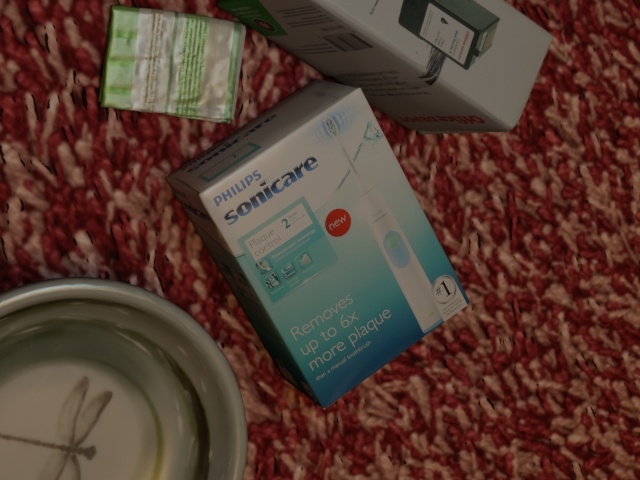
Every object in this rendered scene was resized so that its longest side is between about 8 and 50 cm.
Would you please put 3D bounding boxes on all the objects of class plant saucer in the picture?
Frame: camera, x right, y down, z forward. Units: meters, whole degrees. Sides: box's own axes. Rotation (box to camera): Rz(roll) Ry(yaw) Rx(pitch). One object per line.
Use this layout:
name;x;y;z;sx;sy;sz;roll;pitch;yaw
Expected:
plant saucer;-0.280;0.226;1.462;0.400;0.100;0.400;-5;103;-24

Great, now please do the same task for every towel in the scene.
towel;-0.160;-0.190;1.472;0.152;0.023;0.113;5;97;-23

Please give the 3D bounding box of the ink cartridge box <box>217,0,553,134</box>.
ink cartridge box;0.069;-0.233;1.455;0.289;0.211;0.121;30;80;-28

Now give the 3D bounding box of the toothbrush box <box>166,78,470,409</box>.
toothbrush box;0.000;0.000;1.526;0.216;0.126;0.295;-34;112;-14
